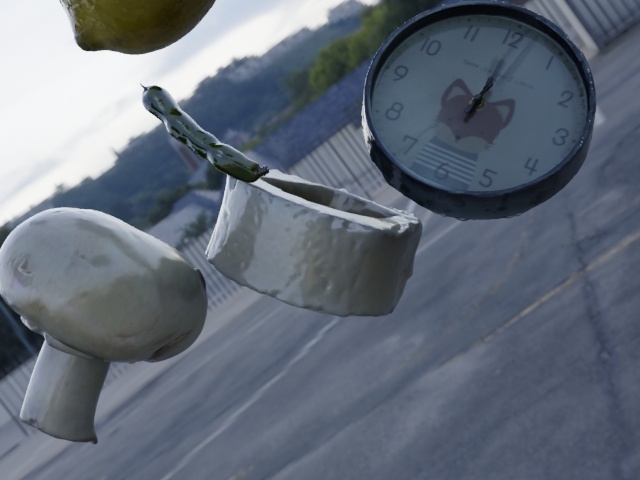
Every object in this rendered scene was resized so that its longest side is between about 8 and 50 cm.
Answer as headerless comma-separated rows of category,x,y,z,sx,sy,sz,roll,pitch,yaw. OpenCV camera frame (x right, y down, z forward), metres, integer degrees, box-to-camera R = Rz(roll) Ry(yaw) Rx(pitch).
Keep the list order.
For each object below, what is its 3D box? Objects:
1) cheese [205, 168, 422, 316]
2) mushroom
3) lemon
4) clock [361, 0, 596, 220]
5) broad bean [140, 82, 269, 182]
cheese,0.001,0.003,1.538,0.332,0.292,0.153,-3,-68,-59
mushroom,-0.337,0.130,1.493,0.314,0.314,0.336,-167,96,-85
lemon,-0.286,-0.426,1.594,0.310,0.258,0.258,-55,3,1
clock,0.215,-0.185,1.405,0.325,0.325,0.067,-37,-21,-11
broad bean,-0.175,-0.151,1.439,0.052,0.256,0.052,-41,-31,-21
